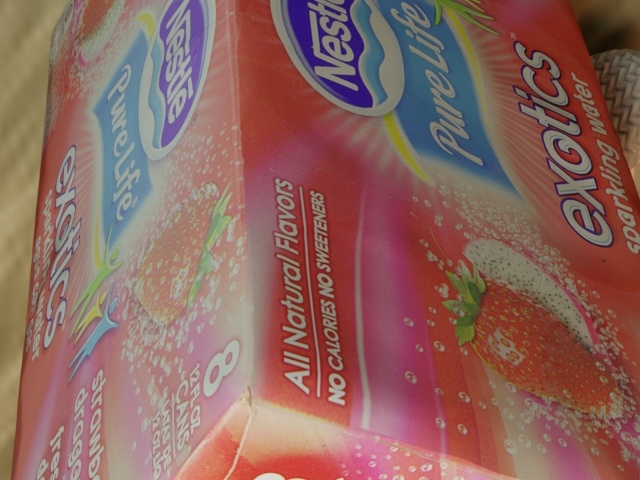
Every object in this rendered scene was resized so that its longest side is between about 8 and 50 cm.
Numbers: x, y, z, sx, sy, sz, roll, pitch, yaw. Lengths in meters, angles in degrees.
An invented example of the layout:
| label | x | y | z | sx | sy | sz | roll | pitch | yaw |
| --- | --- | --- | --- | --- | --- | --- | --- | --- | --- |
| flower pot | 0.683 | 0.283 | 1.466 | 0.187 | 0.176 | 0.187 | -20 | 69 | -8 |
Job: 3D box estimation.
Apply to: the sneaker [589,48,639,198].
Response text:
| label | x | y | z | sx | sy | sz | roll | pitch | yaw |
| --- | --- | --- | --- | --- | --- | --- | --- | --- | --- |
| sneaker | 0.139 | 0.034 | 0.669 | 0.153 | 0.101 | 0.268 | 3 | 130 | -19 |

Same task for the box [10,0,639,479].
| label | x | y | z | sx | sy | sz | roll | pitch | yaw |
| --- | --- | --- | --- | --- | --- | --- | --- | --- | --- |
| box | 0.000 | 0.000 | 0.480 | 0.154 | 0.300 | 0.142 | 21 | 127 | -22 |
